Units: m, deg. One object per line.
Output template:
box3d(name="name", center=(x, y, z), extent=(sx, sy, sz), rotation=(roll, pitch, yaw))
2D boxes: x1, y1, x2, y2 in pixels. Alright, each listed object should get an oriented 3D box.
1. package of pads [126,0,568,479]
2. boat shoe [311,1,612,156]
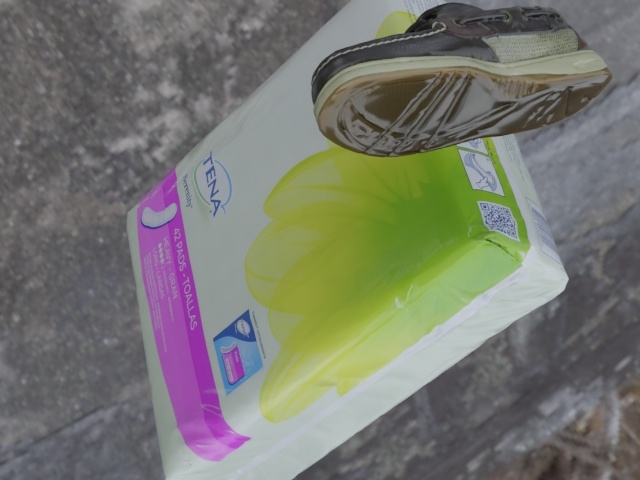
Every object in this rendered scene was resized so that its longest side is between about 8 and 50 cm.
box3d(name="package of pads", center=(0.000, 0.000, 0.808), extent=(0.101, 0.229, 0.296), rotation=(21, 132, -39))
box3d(name="boat shoe", center=(0.053, -0.069, 0.502), extent=(0.152, 0.049, 0.056), rotation=(-7, 151, -41))
